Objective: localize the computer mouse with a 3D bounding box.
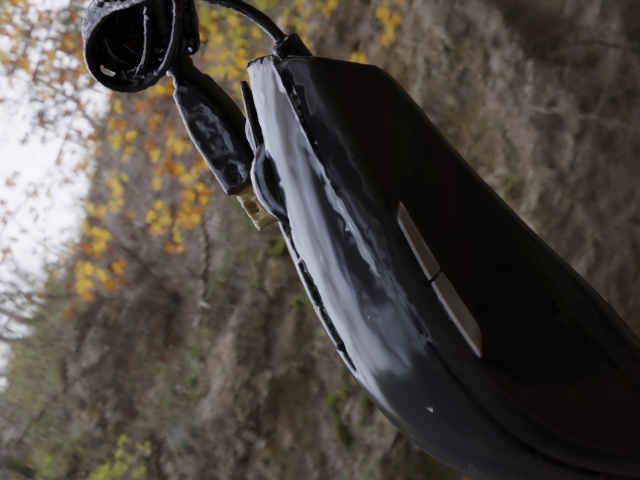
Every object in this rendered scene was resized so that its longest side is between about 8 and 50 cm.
[{"bbox_3d":[0.000,0.000,0.435,0.060,0.262,0.184,-41,4,-16],"label":"computer mouse"}]
